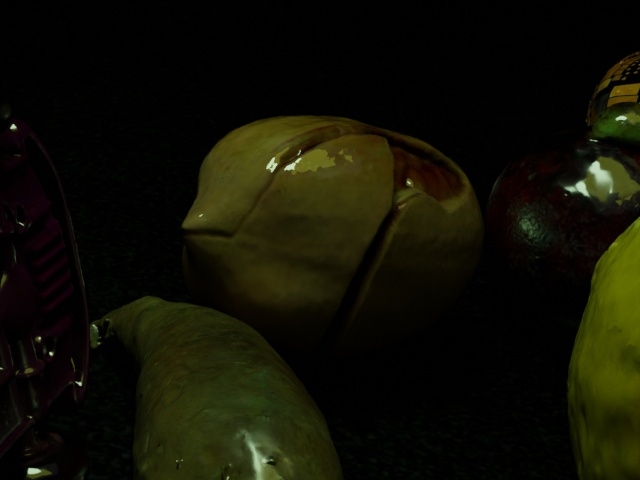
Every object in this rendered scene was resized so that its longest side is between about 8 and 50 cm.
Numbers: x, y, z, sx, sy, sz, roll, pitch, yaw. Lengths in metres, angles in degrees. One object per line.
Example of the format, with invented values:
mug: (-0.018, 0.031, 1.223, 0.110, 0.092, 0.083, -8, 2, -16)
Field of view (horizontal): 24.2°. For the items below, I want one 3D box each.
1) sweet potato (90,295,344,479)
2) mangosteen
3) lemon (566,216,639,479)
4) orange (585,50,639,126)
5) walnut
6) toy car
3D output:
sweet potato: (-0.072, 0.113, 0.962, 0.130, 0.131, 0.423, 4, 17, -17)
mangosteen: (0.248, -0.018, 1.291, 0.216, 0.216, 0.216, 9, 23, -4)
lemon: (0.298, 0.103, 0.828, 0.364, 0.364, 0.364, 9, 23, -4)
orange: (0.399, -0.112, 1.620, 0.234, 0.182, 0.234, 17, 28, -10)
walnut: (0.000, 0.000, 1.156, 0.203, 0.203, 0.297, 30, 22, 38)
toy car: (-0.286, 0.063, 0.849, 0.240, 0.271, 0.341, -5, 15, 16)
